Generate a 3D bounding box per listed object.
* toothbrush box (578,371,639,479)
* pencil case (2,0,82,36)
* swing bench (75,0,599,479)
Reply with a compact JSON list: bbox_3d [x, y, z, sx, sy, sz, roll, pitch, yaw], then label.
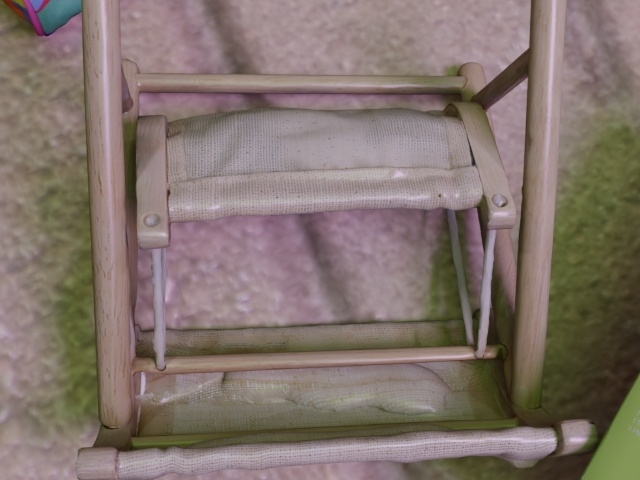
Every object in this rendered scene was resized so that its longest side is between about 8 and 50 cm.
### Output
[{"bbox_3d":[0.269,0.087,0.481,0.122,0.206,0.283,26,79,41],"label":"toothbrush box"},{"bbox_3d":[-0.116,-0.233,0.578,0.236,0.104,0.104,-39,85,-11],"label":"pencil case"},{"bbox_3d":[0.000,0.000,0.515,0.253,0.165,0.255,-1,84,-6],"label":"swing bench"}]
